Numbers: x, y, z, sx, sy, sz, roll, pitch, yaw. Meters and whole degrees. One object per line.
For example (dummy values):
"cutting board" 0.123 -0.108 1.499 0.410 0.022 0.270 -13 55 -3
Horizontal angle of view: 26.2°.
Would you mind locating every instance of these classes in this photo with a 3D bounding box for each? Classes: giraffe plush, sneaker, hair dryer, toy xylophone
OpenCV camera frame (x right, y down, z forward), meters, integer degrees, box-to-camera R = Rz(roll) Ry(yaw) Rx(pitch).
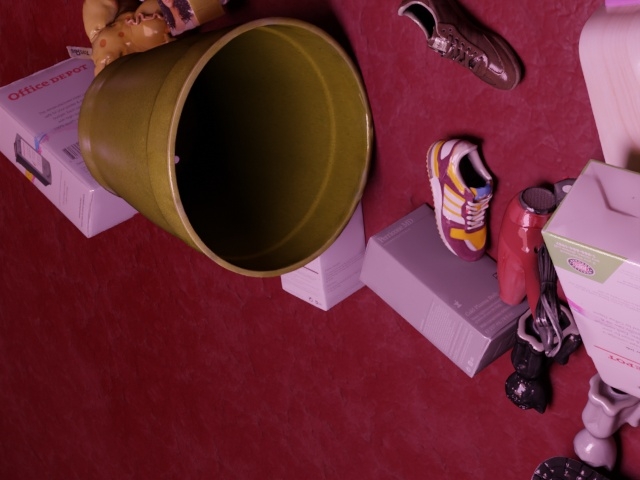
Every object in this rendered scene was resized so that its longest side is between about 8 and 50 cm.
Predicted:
"giraffe plush" -0.291 -0.347 2.260 0.170 0.210 0.181 -19 101 27
"sneaker" 0.436 0.397 1.968 0.283 0.107 0.124 33 177 14
"hair dryer" 0.270 0.038 1.794 0.293 0.080 0.223 95 -175 -84
"sneaker" 0.205 -0.052 1.914 0.084 0.070 0.185 10 124 55
"sneaker" 0.176 -0.254 1.791 0.188 0.071 0.066 46 144 19
"toy xylophone" 0.411 -0.129 1.573 0.236 0.081 0.322 17 128 47

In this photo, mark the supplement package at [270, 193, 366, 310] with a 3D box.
"supplement package" 0.000 0.000 2.186 0.105 0.105 0.179 25 134 40

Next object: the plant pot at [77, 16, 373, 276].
"plant pot" -0.176 -0.156 2.054 0.353 0.366 0.366 13 126 47

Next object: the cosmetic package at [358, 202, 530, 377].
"cosmetic package" 0.183 0.070 1.987 0.238 0.127 0.107 42 143 21

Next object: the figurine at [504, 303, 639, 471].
"figurine" 0.353 0.218 1.933 0.215 0.092 0.209 41 150 23

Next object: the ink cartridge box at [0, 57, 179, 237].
"ink cartridge box" -0.419 -0.175 2.483 0.306 0.226 0.131 41 141 27

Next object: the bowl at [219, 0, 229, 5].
"bowl" -0.181 -0.437 2.125 0.142 0.053 0.142 15 128 47

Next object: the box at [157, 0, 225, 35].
"box" -0.232 -0.434 2.094 0.087 0.058 0.232 -11 106 54

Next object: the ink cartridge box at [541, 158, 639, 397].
"ink cartridge box" 0.411 0.075 1.623 0.207 0.119 0.353 22 156 34
